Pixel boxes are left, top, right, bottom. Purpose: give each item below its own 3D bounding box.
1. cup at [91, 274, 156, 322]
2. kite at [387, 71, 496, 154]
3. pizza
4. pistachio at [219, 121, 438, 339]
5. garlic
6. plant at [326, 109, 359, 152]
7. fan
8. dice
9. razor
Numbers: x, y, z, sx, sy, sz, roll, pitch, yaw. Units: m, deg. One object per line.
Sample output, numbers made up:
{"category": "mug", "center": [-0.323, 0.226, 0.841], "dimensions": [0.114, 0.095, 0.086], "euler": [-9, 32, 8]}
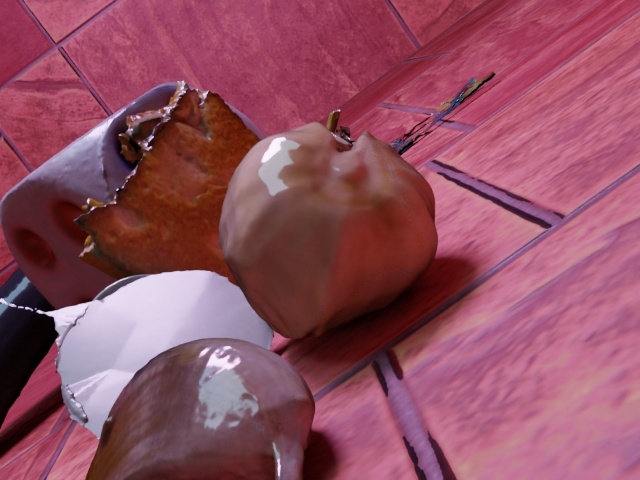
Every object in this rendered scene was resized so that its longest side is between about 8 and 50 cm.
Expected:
{"category": "cup", "center": [-0.166, 0.101, 0.872], "dimensions": [0.120, 0.120, 0.141], "euler": [-40, -2, -21]}
{"category": "kite", "center": [0.120, -0.140, 1.292], "dimensions": [0.285, 0.015, 0.152], "euler": [-39, 12, 1]}
{"category": "pizza", "center": [-0.121, -0.052, 0.952], "dimensions": [0.290, 0.228, 0.081], "euler": [-9, -8, -31]}
{"category": "pistachio", "center": [0.000, 0.000, 0.686], "dimensions": [0.157, 0.157, 0.229], "euler": [-39, -2, -18]}
{"category": "garlic", "center": [-0.059, 0.117, 0.526], "dimensions": [0.198, 0.090, 0.128], "euler": [-19, 34, 41]}
{"category": "plant", "center": [0.009, -0.105, 1.173], "dimensions": [0.116, 0.104, 0.122], "euler": [-38, 47, 35]}
{"category": "fan", "center": [-0.191, 0.075, 0.779], "dimensions": [0.310, 0.010, 0.182], "euler": [14, 48, 23]}
{"category": "dice", "center": [-0.195, -0.023, 1.110], "dimensions": [0.251, 0.259, 0.243], "euler": [-25, 17, 46]}
{"category": "razor", "center": [-0.432, 0.153, 1.263], "dimensions": [0.349, 0.113, 0.204], "euler": [-60, 13, -17]}
